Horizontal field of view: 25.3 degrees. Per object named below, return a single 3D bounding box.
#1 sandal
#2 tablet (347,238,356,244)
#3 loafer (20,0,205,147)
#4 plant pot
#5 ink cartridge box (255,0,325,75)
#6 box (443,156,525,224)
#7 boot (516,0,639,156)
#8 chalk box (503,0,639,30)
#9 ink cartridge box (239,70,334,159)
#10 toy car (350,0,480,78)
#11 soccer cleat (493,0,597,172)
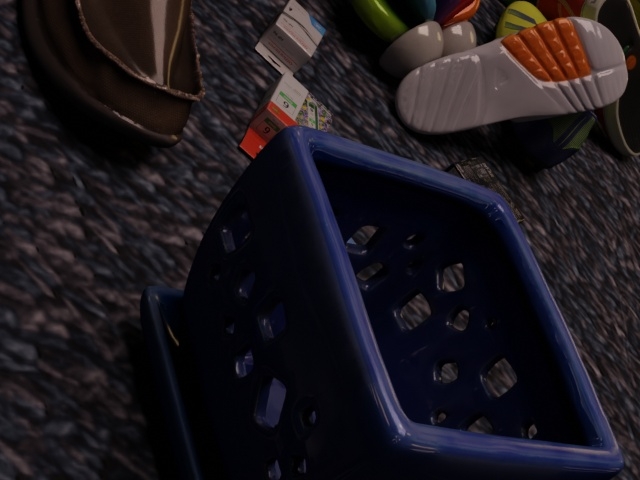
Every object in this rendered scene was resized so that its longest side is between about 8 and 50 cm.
[{"bbox_3d":[0.195,-0.172,1.516,0.265,0.076,0.102,-12,95,-14],"label":"sandal"},{"bbox_3d":[0.000,0.000,1.223,0.054,0.006,0.083,52,32,4],"label":"tablet"},{"bbox_3d":[-0.161,-0.236,1.153,0.133,0.130,0.366,18,43,-41],"label":"loafer"},{"bbox_3d":[0.022,0.092,0.950,0.236,0.212,0.236,15,46,-43],"label":"plant pot"},{"bbox_3d":[-0.028,-0.194,1.375,0.048,0.028,0.083,41,32,-13],"label":"ink cartridge box"},{"bbox_3d":[0.170,-0.046,1.476,0.083,0.018,0.067,56,31,11],"label":"box"},{"bbox_3d":[0.338,-0.226,1.829,0.176,0.088,0.244,26,-32,51],"label":"boot"},{"bbox_3d":[0.357,-0.366,1.911,0.289,0.180,0.179,39,32,-15],"label":"chalk box"},{"bbox_3d":[-0.029,-0.098,1.270,0.063,0.029,0.115,42,31,-13],"label":"ink cartridge box"},{"bbox_3d":[0.108,-0.265,1.522,0.182,0.136,0.159,-13,67,-56],"label":"toy car"},{"bbox_3d":[0.270,-0.198,1.669,0.093,0.121,0.289,34,35,-25],"label":"soccer cleat"}]
